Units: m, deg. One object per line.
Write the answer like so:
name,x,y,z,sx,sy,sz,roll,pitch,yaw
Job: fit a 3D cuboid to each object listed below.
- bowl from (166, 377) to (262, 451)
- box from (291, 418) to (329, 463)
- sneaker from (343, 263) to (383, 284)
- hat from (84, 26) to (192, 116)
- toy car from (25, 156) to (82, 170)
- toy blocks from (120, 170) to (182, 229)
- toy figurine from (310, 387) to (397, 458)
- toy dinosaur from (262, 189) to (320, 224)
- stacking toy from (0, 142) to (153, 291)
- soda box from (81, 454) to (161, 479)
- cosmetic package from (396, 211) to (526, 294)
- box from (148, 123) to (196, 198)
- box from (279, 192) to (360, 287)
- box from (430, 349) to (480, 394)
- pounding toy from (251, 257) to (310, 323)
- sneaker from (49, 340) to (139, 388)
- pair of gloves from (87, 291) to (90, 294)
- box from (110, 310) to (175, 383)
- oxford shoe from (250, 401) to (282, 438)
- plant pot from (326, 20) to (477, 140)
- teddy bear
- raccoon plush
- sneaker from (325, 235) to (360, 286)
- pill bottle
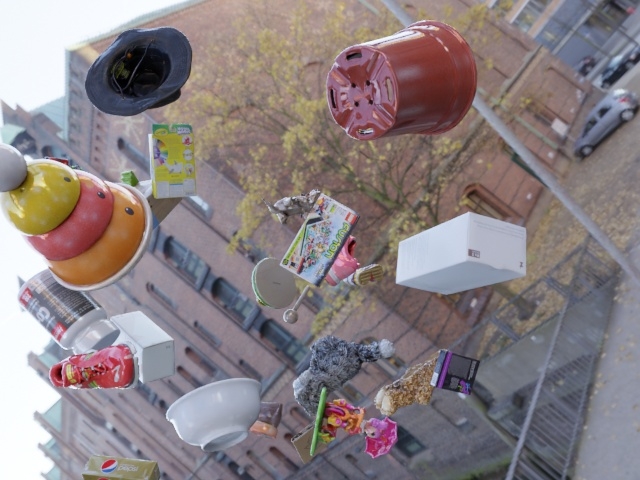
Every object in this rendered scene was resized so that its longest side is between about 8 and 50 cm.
bowl,-0.304,0.549,1.602,0.298,0.134,0.297,-17,-32,-11
box,-0.024,0.785,2.081,0.164,0.021,0.201,-34,-44,-18
sneaker,0.163,0.127,1.965,0.084,0.069,0.185,-2,2,38
hat,-0.491,-0.452,1.501,0.331,0.331,0.134,-50,-26,-8
toy car,-0.829,-0.215,1.627,0.225,0.239,0.053,0,-89,-75
toy blocks,-0.661,-0.089,1.774,0.382,0.190,0.261,-5,36,29
toy figurine,0.071,0.355,1.011,0.173,0.159,0.130,95,-173,-50
toy dinosaur,-0.122,-0.140,2.198,0.200,0.296,0.127,-149,60,-60
stacking toy,-0.707,-0.093,1.387,0.350,0.351,0.480,-50,-27,-9
soda box,-0.511,0.603,1.355,0.058,0.181,0.061,-78,-11,-58
cosmetic package,0.424,0.054,1.636,0.385,0.217,0.156,149,131,-61
box,-0.366,-0.197,1.299,0.105,0.043,0.179,-7,-75,-31
box,0.000,0.000,1.302,0.207,0.114,0.036,-60,-8,-5
box,0.423,0.413,1.645,0.029,0.162,0.116,12,82,61
pounding toy,-0.170,0.178,1.857,0.110,0.237,0.183,-25,32,41
sneaker,-0.504,0.293,1.165,0.279,0.107,0.118,-18,-9,36
pair of gloves,-0.861,0.202,1.876,0.074,0.083,0.010,-42,-49,-15
box,-0.658,0.386,1.940,0.121,0.311,0.147,-9,-72,-39
oxford shoe,-0.295,0.617,1.936,0.130,0.364,0.132,58,-133,-51
plant pot,0.173,-0.353,1.207,0.265,0.272,0.272,-25,-21,-42
teddy bear,0.347,0.523,1.887,0.338,0.113,0.245,-29,-4,-24
raccoon plush,0.071,0.558,2.211,0.446,0.216,0.299,-30,23,38
sneaker,0.056,0.006,1.755,0.136,0.313,0.116,-26,-39,14
pill bottle,-0.762,0.226,1.604,0.161,0.283,0.161,-47,-7,-8
